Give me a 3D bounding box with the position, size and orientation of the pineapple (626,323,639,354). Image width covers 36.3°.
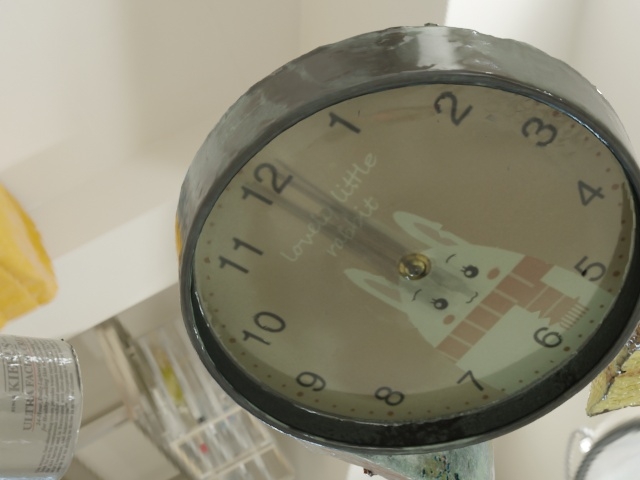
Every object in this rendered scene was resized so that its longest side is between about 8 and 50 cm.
[{"bbox_3d":[0.381,0.081,1.287,0.141,0.170,0.310,29,-23,-20],"label":"pineapple"}]

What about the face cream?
[{"bbox_3d":[-0.373,0.194,1.119,0.153,0.177,0.177,8,36,-36],"label":"face cream"}]

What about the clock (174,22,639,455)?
[{"bbox_3d":[0.075,0.020,0.775,0.076,0.386,0.386,-97,165,-54],"label":"clock"}]

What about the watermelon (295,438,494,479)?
[{"bbox_3d":[0.069,0.179,1.131,0.321,0.175,0.188,20,-17,14],"label":"watermelon"}]

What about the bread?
[{"bbox_3d":[0.525,0.184,1.596,0.142,0.178,0.266,53,-32,33],"label":"bread"}]
